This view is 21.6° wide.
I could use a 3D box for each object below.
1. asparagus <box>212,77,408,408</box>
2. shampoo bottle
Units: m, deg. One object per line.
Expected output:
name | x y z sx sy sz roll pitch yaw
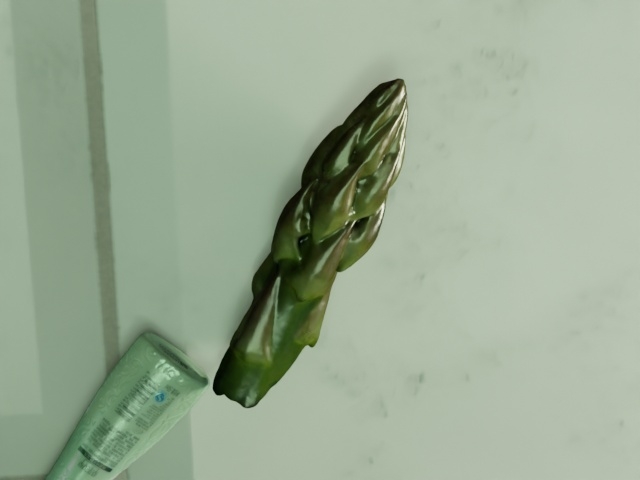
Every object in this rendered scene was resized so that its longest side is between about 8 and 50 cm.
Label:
asparagus | 0.000 0.000 1.282 0.080 0.080 0.287 23 111 -7
shampoo bottle | -0.172 0.163 1.335 0.069 0.041 0.190 37 101 -16
